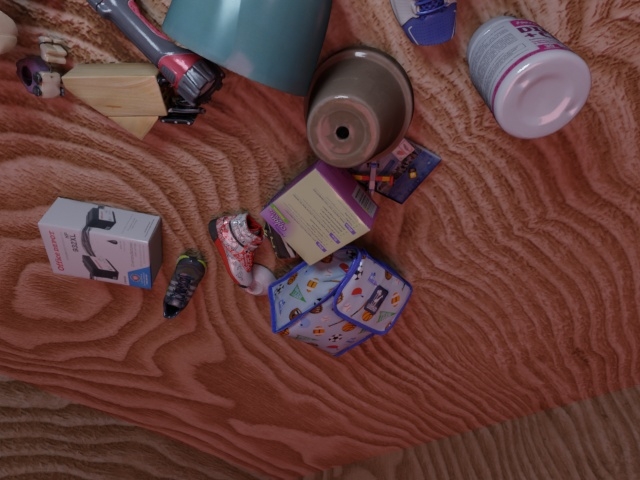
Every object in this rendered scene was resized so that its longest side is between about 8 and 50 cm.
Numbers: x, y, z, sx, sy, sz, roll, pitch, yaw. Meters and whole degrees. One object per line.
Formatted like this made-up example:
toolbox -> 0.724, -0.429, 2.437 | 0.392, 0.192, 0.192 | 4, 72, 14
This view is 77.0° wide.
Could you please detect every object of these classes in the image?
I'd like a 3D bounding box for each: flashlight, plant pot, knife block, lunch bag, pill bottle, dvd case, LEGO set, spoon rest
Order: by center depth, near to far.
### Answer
plant pot -> -0.110, -0.441, 0.739 | 0.293, 0.293, 0.235 | 21, 115, -17
pill bottle -> 0.394, -0.340, 0.806 | 0.160, 0.283, 0.160 | 1, 133, 1
flashlight -> -0.337, -0.421, 0.827 | 0.103, 0.103, 0.304 | -42, 98, 8
plant pot -> 0.071, -0.269, 0.879 | 0.263, 0.229, 0.263 | 7, 122, 11
knife block -> -0.404, -0.368, 0.933 | 0.275, 0.088, 0.242 | 36, 123, -28
LEGO set -> 0.140, -0.212, 1.053 | 0.244, 0.060, 0.182 | 37, 125, -24
dvd case -> 0.176, -0.214, 1.106 | 0.253, 0.022, 0.180 | 23, 130, -19
lunch bag -> 0.074, 0.196, 1.334 | 0.385, 0.239, 0.328 | -36, 134, 22
spoon rest -> -0.188, 0.186, 1.458 | 0.137, 0.084, 0.276 | -34, 110, 27

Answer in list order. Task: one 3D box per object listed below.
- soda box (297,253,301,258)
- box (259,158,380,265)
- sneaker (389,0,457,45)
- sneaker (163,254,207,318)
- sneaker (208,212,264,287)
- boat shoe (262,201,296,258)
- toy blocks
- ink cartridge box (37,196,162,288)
soda box -> 0.000, 0.000, 1.284 | 0.168, 0.053, 0.060 | -17, 131, 17
box -> -0.003, -0.082, 1.108 | 0.213, 0.117, 0.243 | 46, 129, -14
sneaker -> 0.183, -0.504, 0.730 | 0.127, 0.182, 0.315 | -12, 131, 14
sneaker -> -0.479, 0.167, 1.404 | 0.111, 0.121, 0.300 | 19, 130, -16
sneaker -> -0.235, 0.036, 1.283 | 0.145, 0.090, 0.270 | -13, 120, 14
boat shoe -> -0.140, -0.021, 1.249 | 0.068, 0.081, 0.228 | -14, 133, 8
toy blocks -> -0.736, -0.465, 0.802 | 0.260, 0.309, 0.289 | 33, 120, 15
ink cartridge box -> -0.674, 0.015, 1.264 | 0.307, 0.129, 0.223 | 11, 132, -8
